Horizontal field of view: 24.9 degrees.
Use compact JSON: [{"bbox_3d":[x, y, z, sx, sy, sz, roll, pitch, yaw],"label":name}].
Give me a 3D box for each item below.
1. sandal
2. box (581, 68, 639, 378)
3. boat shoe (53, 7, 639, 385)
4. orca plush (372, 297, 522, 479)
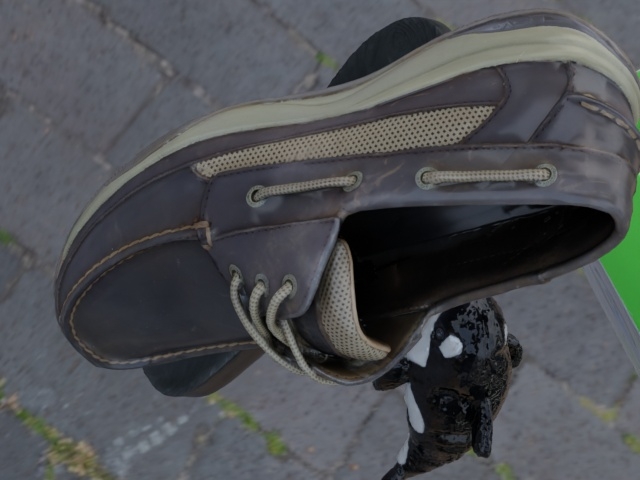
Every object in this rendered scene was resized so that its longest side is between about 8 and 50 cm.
[{"bbox_3d":[-0.036,-0.015,1.271,0.107,0.446,0.167,11,40,-47],"label":"sandal"},{"bbox_3d":[0.292,0.030,1.164,0.127,0.231,0.262,-26,64,4],"label":"box"},{"bbox_3d":[0.000,0.000,0.759,0.132,0.355,0.130,45,32,-38],"label":"boat shoe"},{"bbox_3d":[0.123,0.177,1.414,0.151,0.287,0.102,7,42,-29],"label":"orca plush"}]
